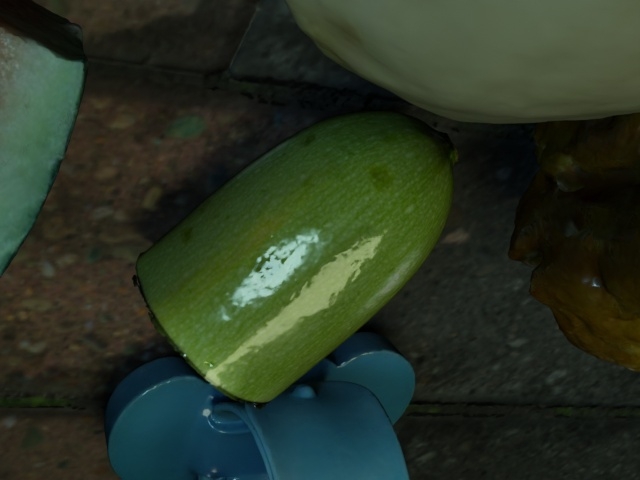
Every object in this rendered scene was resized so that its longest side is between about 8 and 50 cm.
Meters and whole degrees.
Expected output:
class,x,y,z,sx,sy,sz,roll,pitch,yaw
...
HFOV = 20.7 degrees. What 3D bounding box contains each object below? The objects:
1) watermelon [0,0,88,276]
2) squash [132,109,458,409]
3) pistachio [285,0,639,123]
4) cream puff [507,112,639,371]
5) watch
class,x,y,z,sx,sy,sz,roll,pitch,yaw
watermelon,-0.241,-0.031,0.733,0.283,0.250,0.292,-38,142,3
squash,0.000,0.000,0.998,0.186,0.123,0.123,-38,139,12
pistachio,0.152,-0.219,0.756,0.365,0.281,0.445,-5,151,-25
cream puff,0.220,-0.045,1.012,0.155,0.241,0.269,-1,104,-37
watch,-0.020,0.169,1.102,0.211,0.193,0.211,-14,136,-14
